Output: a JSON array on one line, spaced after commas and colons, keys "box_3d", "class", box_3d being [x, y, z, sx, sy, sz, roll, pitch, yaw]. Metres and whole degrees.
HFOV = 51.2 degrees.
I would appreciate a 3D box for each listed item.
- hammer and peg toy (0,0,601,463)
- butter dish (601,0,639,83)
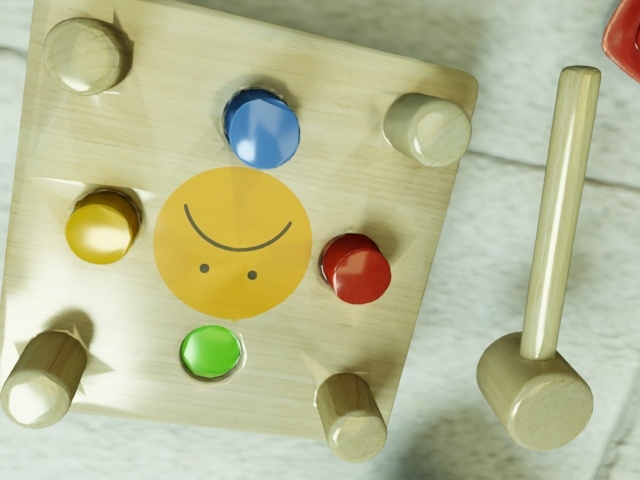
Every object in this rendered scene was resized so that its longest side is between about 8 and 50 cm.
[{"box_3d": [0.000, 0.000, 0.418, 0.361, 0.127, 0.266, 9, 104, -12], "class": "hammer and peg toy"}, {"box_3d": [0.297, -0.148, 0.421, 0.160, 0.118, 0.160, 28, 102, -17], "class": "butter dish"}]
